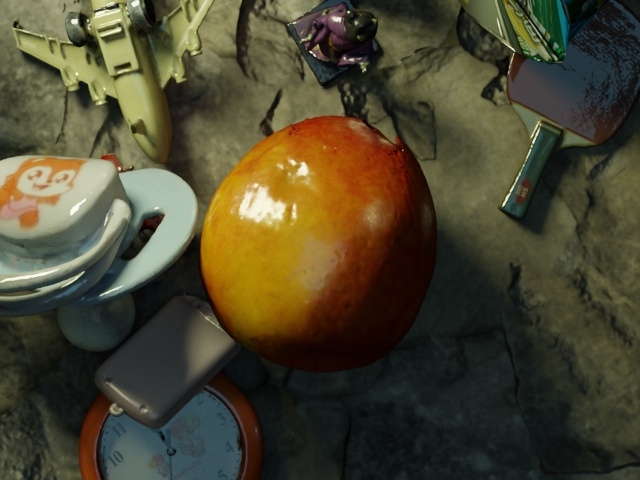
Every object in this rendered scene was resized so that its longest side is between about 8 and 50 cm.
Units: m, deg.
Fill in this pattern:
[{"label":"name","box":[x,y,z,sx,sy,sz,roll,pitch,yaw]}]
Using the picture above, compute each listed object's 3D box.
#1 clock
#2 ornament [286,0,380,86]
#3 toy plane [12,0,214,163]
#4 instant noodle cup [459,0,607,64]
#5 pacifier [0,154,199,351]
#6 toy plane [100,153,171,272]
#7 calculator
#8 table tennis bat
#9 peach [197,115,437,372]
[{"label":"clock","box":[-0.165,0.233,1.643,0.205,0.051,0.205,0,90,-4]},{"label":"ornament","box":[0.028,-0.210,1.569,0.088,0.203,0.081,-34,103,-4]},{"label":"toy plane","box":[-0.209,-0.207,1.600,0.242,0.104,0.256,-14,87,11]},{"label":"instant noodle cup","box":[0.244,-0.330,1.573,0.178,0.240,0.240,-38,95,-12]},{"label":"pacifier","box":[-0.263,0.032,1.557,0.299,0.244,0.233,5,137,24]},{"label":"toy plane","box":[-0.192,-0.038,1.636,0.060,0.037,0.145,-38,99,8]},{"label":"calculator","box":[-0.164,0.130,1.607,0.100,0.032,0.175,35,61,20]},{"label":"table tennis bat","box":[0.272,-0.151,1.678,0.154,0.021,0.274,26,89,-6]},{"label":"peach","box":[0.000,0.000,1.548,0.281,0.238,0.281,-4,98,-30]}]
